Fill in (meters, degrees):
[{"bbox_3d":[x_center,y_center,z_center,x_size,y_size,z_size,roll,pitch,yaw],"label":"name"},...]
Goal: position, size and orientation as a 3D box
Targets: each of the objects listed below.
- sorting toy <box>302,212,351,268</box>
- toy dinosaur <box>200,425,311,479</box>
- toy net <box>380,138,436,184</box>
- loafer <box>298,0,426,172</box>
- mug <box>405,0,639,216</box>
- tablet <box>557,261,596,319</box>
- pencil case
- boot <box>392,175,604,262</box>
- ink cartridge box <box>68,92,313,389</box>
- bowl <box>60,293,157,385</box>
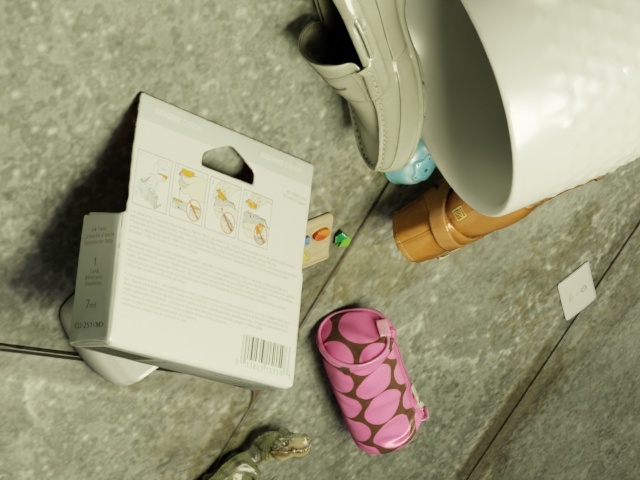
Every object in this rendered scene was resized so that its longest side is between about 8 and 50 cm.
[{"bbox_3d":[0.000,0.000,1.830,0.083,0.012,0.062,-21,136,-28],"label":"sorting toy"},{"bbox_3d":[-0.121,0.315,1.971,0.268,0.064,0.118,-36,135,-9],"label":"toy dinosaur"},{"bbox_3d":[0.157,-0.152,1.818,0.232,0.045,0.122,-37,140,-14],"label":"toy net"},{"bbox_3d":[0.031,-0.191,1.617,0.111,0.112,0.319,-24,132,-15],"label":"loafer"},{"bbox_3d":[0.267,-0.229,1.592,0.328,0.276,0.374,-22,156,-14],"label":"mug"},{"bbox_3d":[0.338,0.067,2.215,0.054,0.006,0.083,-37,142,-12],"label":"tablet"},{"bbox_3d":[0.062,0.163,1.976,0.098,0.095,0.209,-9,143,10],"label":"pencil case"},{"bbox_3d":[0.199,-0.054,1.885,0.220,0.109,0.283,-31,-176,16],"label":"boot"},{"bbox_3d":[-0.119,0.009,1.649,0.275,0.060,0.239,21,70,-50],"label":"ink cartridge box"},{"bbox_3d":[-0.180,0.081,1.704,0.142,0.053,0.142,-37,143,-10],"label":"bowl"}]
